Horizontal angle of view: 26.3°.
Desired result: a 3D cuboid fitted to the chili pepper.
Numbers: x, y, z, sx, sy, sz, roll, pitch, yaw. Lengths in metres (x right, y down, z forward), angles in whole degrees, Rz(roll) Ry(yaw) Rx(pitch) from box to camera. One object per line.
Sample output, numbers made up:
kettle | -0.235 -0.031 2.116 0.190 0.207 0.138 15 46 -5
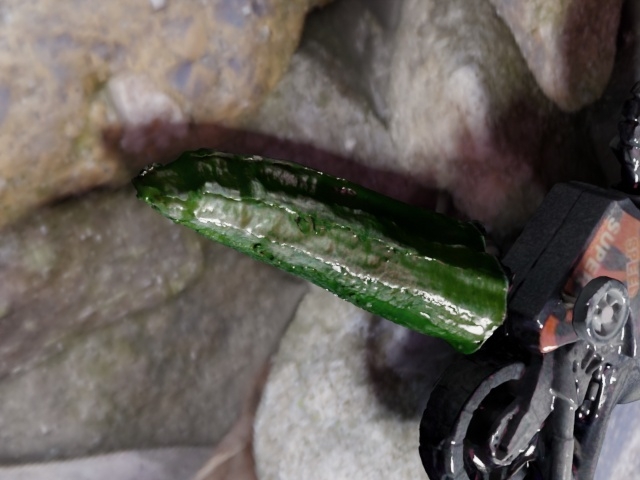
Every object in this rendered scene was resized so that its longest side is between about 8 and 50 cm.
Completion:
chili pepper | 0.000 0.000 0.722 0.227 0.088 0.059 17 123 -35

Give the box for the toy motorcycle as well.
toy motorcycle | 0.173 0.045 0.846 0.307 0.108 0.173 -55 132 -12
